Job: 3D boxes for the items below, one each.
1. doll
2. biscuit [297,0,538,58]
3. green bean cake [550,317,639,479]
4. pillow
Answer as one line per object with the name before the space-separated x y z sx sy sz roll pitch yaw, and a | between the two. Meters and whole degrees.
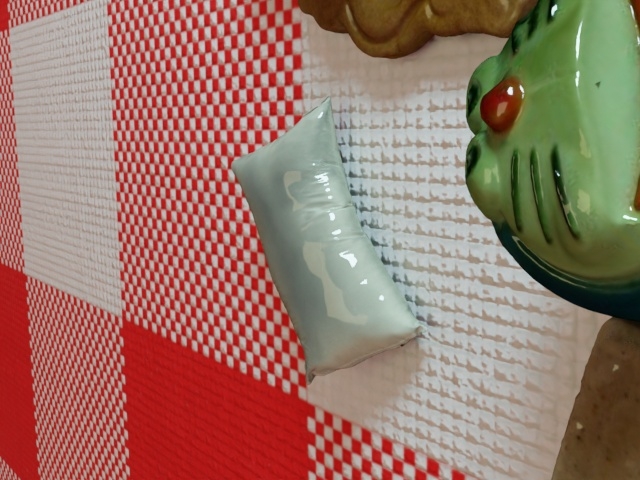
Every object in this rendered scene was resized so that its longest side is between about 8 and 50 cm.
doll | 0.205 -0.059 0.391 0.322 0.186 0.198 -8 69 50
biscuit | 0.070 -0.243 0.668 0.295 0.044 0.185 1 94 53
green bean cake | 0.207 0.128 0.484 0.085 0.109 0.179 32 120 45
pillow | 0.000 -0.001 0.772 0.144 0.078 0.254 -36 67 39
